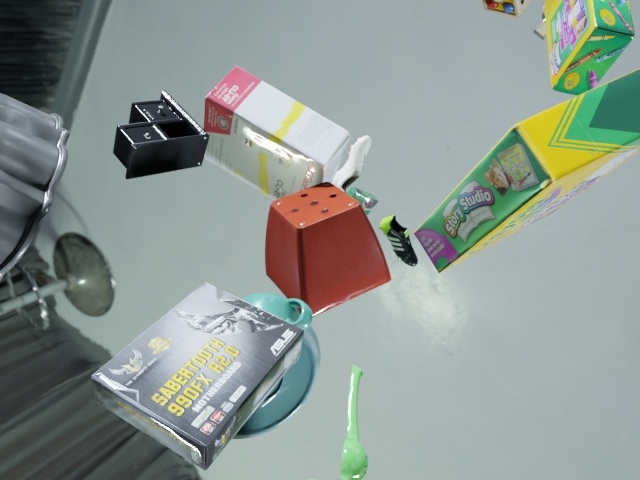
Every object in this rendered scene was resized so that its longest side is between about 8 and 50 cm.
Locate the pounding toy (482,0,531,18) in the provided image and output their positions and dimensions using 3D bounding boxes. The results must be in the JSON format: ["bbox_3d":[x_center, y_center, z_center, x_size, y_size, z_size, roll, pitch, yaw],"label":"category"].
[{"bbox_3d":[0.471,-0.664,1.482,0.130,0.141,0.100,32,87,33],"label":"pounding toy"}]

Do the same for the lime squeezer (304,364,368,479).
[{"bbox_3d":[-0.010,0.293,0.714,0.110,0.310,0.059,37,149,19],"label":"lime squeezer"}]

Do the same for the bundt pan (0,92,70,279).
[{"bbox_3d":[-0.501,-0.069,0.765,0.330,0.124,0.331,-20,54,29],"label":"bundt pan"}]

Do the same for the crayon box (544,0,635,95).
[{"bbox_3d":[0.545,-0.459,1.157,0.081,0.279,0.165,10,151,-3],"label":"crayon box"}]

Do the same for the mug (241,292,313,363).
[{"bbox_3d":[-0.083,0.151,0.971,0.157,0.097,0.130,-5,134,6],"label":"mug"}]

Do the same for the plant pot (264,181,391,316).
[{"bbox_3d":[0.000,0.000,1.483,0.267,0.267,0.236,41,147,52],"label":"plant pot"}]

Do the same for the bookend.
[{"bbox_3d":[-0.315,-0.197,1.021,0.157,0.156,0.072,46,131,25],"label":"bookend"}]

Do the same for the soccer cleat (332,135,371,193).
[{"bbox_3d":[0.108,-0.235,1.754,0.076,0.068,0.196,41,101,34],"label":"soccer cleat"}]

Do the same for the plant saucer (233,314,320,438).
[{"bbox_3d":[-0.130,0.292,1.192,0.043,0.317,0.318,31,126,55],"label":"plant saucer"}]

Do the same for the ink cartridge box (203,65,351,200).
[{"bbox_3d":[-0.139,-0.276,1.631,0.384,0.160,0.279,30,148,4],"label":"ink cartridge box"}]

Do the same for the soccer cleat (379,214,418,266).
[{"bbox_3d":[0.250,0.003,1.717,0.179,0.060,0.072,54,141,-6],"label":"soccer cleat"}]

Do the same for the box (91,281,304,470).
[{"bbox_3d":[-0.157,0.169,0.766,0.183,0.231,0.056,24,128,19],"label":"box"}]

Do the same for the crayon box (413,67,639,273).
[{"bbox_3d":[0.366,-0.104,0.945,0.106,0.313,0.363,58,157,14],"label":"crayon box"}]

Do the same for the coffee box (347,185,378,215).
[{"bbox_3d":[0.101,-0.090,1.911,0.184,0.113,0.040,-51,42,22],"label":"coffee box"}]

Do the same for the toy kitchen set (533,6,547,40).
[{"bbox_3d":[0.553,-0.532,1.390,0.075,0.083,0.068,-43,75,6],"label":"toy kitchen set"}]
